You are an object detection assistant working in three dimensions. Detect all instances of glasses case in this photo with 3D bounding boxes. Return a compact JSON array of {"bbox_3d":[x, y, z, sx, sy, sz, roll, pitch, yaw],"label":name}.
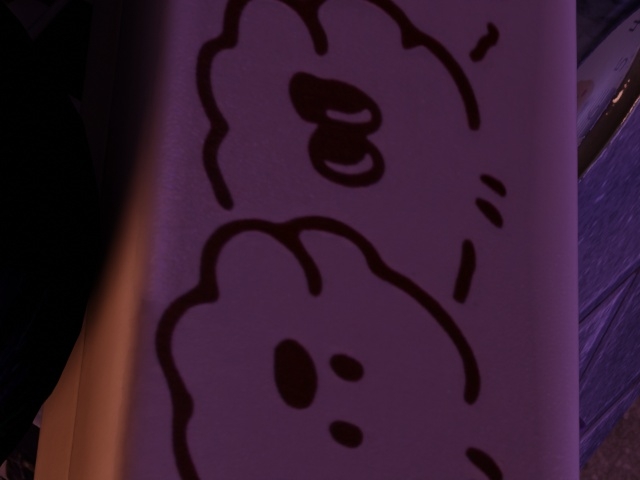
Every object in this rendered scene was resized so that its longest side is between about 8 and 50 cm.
[{"bbox_3d":[0.000,0.000,0.546,0.076,0.144,0.336,-38,-136,55],"label":"glasses case"}]

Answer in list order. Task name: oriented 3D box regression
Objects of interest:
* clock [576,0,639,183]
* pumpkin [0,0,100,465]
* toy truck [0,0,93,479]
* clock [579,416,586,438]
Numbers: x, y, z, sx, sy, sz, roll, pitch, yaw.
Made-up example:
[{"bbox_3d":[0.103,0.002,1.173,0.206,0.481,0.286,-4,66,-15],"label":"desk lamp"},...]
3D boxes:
[{"bbox_3d":[0.157,-0.088,1.231,0.226,0.049,0.226,-46,162,-19],"label":"clock"},{"bbox_3d":[-0.164,0.017,0.456,0.233,0.163,0.233,-43,159,-20],"label":"pumpkin"},{"bbox_3d":[-0.071,0.044,0.754,0.178,0.176,0.363,-55,165,-20],"label":"toy truck"},{"bbox_3d":[0.087,0.127,1.310,0.063,0.150,0.197,-61,161,17],"label":"clock"}]
